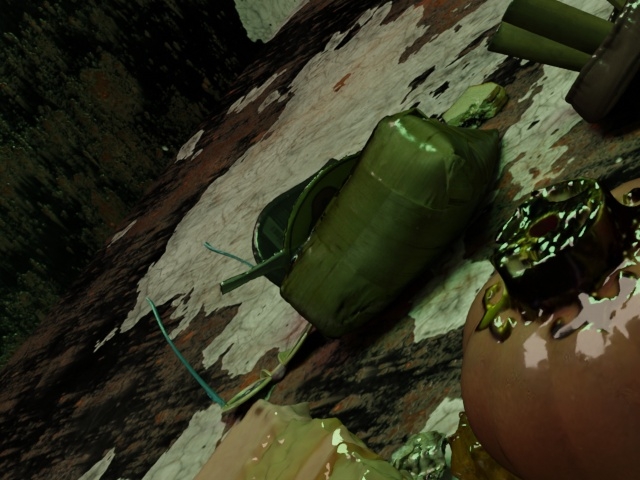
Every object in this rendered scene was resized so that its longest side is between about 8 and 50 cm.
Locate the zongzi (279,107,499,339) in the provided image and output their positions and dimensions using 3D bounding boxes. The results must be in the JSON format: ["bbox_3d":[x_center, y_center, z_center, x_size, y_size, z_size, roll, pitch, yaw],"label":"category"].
[{"bbox_3d":[0.112,-0.030,1.885,0.323,0.160,0.360,-52,-11,20],"label":"zongzi"}]

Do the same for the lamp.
[{"bbox_3d":[0.243,0.067,1.128,0.305,0.240,0.305,-35,23,17],"label":"lamp"}]

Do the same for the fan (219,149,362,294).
[{"bbox_3d":[0.001,0.000,1.876,0.335,0.230,0.011,-27,42,-29],"label":"fan"}]

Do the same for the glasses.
[{"bbox_3d":[-0.124,0.119,1.972,0.189,0.220,0.088,-45,-22,0],"label":"glasses"}]

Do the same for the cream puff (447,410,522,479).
[{"bbox_3d":[0.169,0.181,1.288,0.122,0.094,0.116,-38,20,6],"label":"cream puff"}]

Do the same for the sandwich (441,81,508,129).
[{"bbox_3d":[0.239,-0.204,2.132,0.093,0.036,0.105,-50,19,-22],"label":"sandwich"}]

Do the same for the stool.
[{"bbox_3d":[0.342,-0.300,1.736,0.272,0.178,0.272,-60,-3,-5],"label":"stool"}]

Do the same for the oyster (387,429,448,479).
[{"bbox_3d":[0.062,0.261,1.405,0.177,0.064,0.125,-50,11,-11],"label":"oyster"}]

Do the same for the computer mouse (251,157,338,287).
[{"bbox_3d":[-0.002,-0.016,2.003,0.264,0.147,0.088,-37,-5,-29],"label":"computer mouse"}]

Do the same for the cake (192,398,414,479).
[{"bbox_3d":[0.016,0.304,0.991,0.293,0.314,0.307,-49,19,-10],"label":"cake"}]
